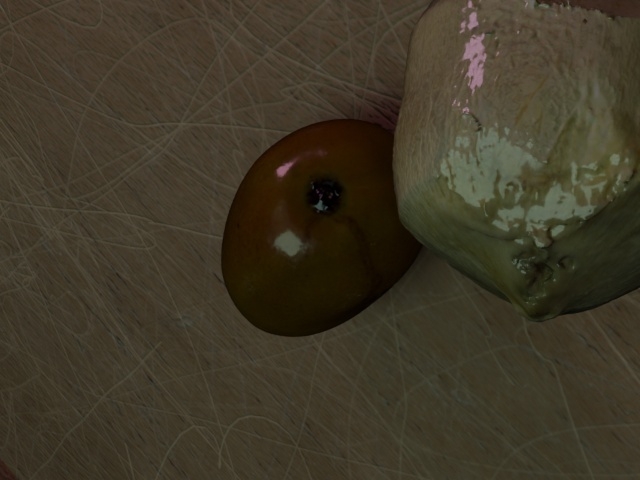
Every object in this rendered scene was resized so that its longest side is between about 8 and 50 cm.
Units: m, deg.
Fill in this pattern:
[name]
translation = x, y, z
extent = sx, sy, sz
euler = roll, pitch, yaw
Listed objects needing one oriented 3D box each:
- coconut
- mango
[coconut]
translation = 0.240, -0.095, 1.380
extent = 0.346, 0.346, 0.360
euler = -21, 61, 49
[mango]
translation = 0.000, 0.000, 1.782
extent = 0.221, 0.264, 0.378
euler = 52, 157, 17
